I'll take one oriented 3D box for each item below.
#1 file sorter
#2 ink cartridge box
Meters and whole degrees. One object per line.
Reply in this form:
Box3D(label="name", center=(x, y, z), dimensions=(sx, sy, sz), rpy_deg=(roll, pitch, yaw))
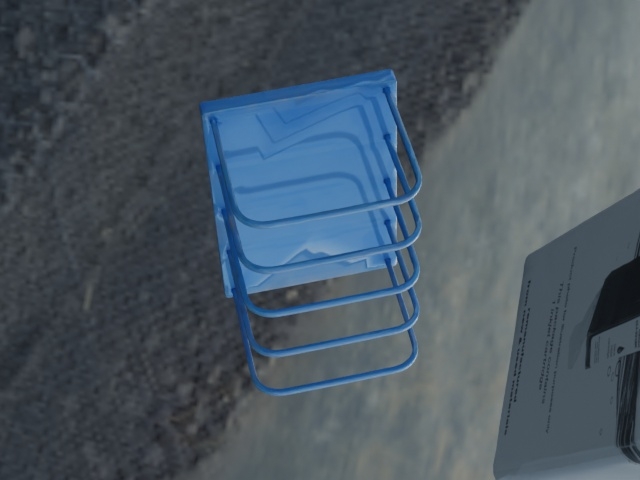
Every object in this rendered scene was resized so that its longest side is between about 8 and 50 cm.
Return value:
Box3D(label="file sorter", center=(0.000, 0.000, 0.931), dimensions=(0.170, 0.118, 0.104), rpy_deg=(87, -10, -48))
Box3D(label="ink cartridge box", center=(0.205, 0.049, 0.576), dimensions=(0.273, 0.197, 0.114), rpy_deg=(135, -35, -74))
